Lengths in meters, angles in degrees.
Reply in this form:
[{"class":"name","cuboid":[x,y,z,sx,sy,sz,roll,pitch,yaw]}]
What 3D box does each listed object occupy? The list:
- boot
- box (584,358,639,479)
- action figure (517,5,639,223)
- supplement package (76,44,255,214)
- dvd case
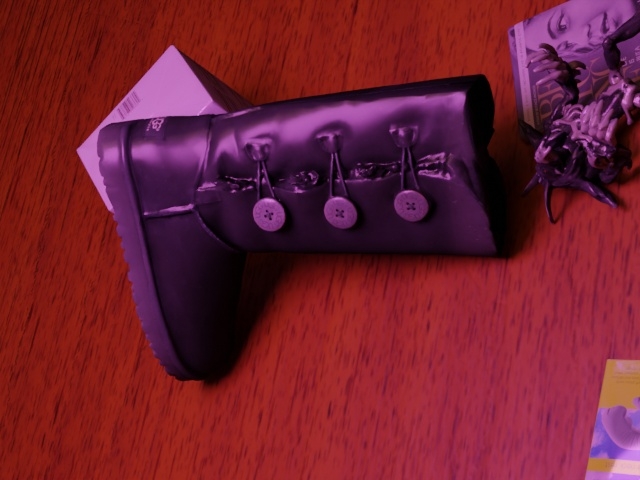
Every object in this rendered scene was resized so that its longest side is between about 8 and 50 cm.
[{"class":"boot","cuboid":[-0.001,-0.002,1.578,0.445,0.367,0.146,-6,33,14]},{"class":"box","cuboid":[0.313,0.204,1.292,0.109,0.042,0.178,-3,64,40]},{"class":"action figure","cuboid":[0.290,-0.149,1.431,0.275,0.141,0.164,-54,50,16]},{"class":"supplement package","cuboid":[-0.165,-0.104,1.764,0.194,0.203,0.149,-45,45,11]},{"class":"dvd case","cuboid":[0.319,-0.218,1.544,0.221,0.018,0.164,-21,54,31]}]
